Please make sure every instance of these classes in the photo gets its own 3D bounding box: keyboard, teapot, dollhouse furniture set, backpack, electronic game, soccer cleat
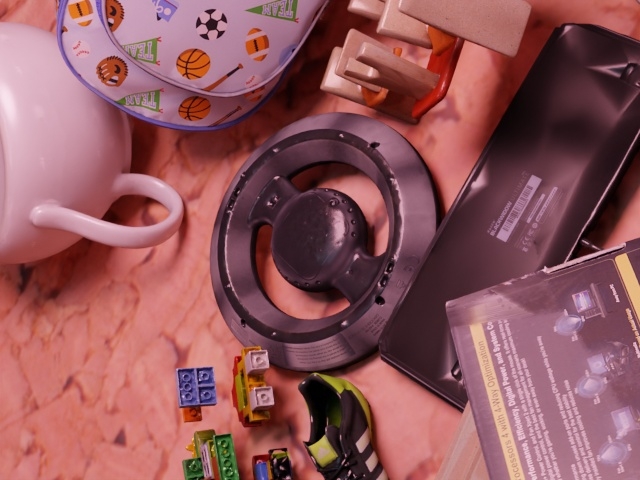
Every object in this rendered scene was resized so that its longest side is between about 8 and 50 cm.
[{"bbox_3d":[0.186,-0.005,1.044,0.201,0.033,0.317,32,94,40],"label":"keyboard"},{"bbox_3d":[-0.268,-0.099,1.359,0.252,0.187,0.256,-14,88,54],"label":"teapot"},{"bbox_3d":[0.122,-0.222,1.083,0.262,0.135,0.259,152,137,-77],"label":"dollhouse furniture set"},{"bbox_3d":[-0.112,-0.232,1.238,0.263,0.276,0.213,-59,18,23],"label":"backpack"},{"bbox_3d":[0.000,0.000,1.180,0.229,0.048,0.229,-10,71,30],"label":"electronic game"},{"bbox_3d":[0.022,0.184,1.064,0.060,0.072,0.179,-35,53,22],"label":"soccer cleat"}]

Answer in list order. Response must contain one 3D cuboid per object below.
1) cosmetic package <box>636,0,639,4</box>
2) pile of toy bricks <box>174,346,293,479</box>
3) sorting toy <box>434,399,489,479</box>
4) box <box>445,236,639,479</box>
[{"bbox_3d":[0.283,-0.160,0.994,0.060,0.099,0.239,-42,50,16],"label":"cosmetic package"},{"bbox_3d":[-0.087,0.202,1.140,0.105,0.118,0.212,130,134,-65],"label":"pile of toy bricks"},{"bbox_3d":[0.180,0.161,0.957,0.193,0.038,0.208,24,96,36],"label":"sorting toy"},{"bbox_3d":[0.261,0.146,0.756,0.318,0.097,0.395,-19,42,7],"label":"box"}]
